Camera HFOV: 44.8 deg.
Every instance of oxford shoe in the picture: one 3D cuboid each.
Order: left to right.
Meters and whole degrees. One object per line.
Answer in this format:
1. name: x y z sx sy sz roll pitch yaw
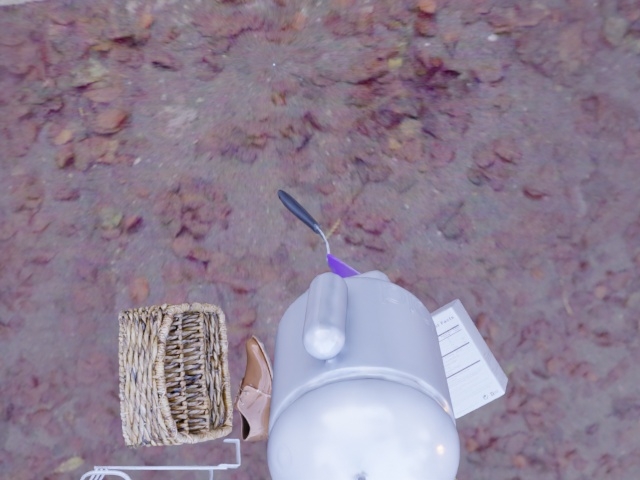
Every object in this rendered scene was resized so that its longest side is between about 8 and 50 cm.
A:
1. oxford shoe: -0.123 0.277 1.426 0.076 0.076 0.212 -10 106 -24

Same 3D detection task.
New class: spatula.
1. spatula: 0.000 0.000 1.339 0.030 0.296 0.084 -31 140 -9

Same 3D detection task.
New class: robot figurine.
1. robot figurine: 0.044 0.178 0.868 0.200 0.353 0.300 -19 121 11

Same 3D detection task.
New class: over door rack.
1. over door rack: -0.333 0.509 1.570 0.324 0.239 0.108 -5 63 -29

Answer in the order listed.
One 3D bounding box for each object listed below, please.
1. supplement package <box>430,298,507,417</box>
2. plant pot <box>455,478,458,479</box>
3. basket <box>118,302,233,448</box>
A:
1. supplement package: 0.249 0.212 1.417 0.105 0.105 0.179 -32 84 17
2. plant pot: 0.264 0.538 1.583 0.134 0.134 0.095 41 79 -11
3. basket: -0.309 0.285 1.670 0.223 0.213 0.299 -3 80 -4
